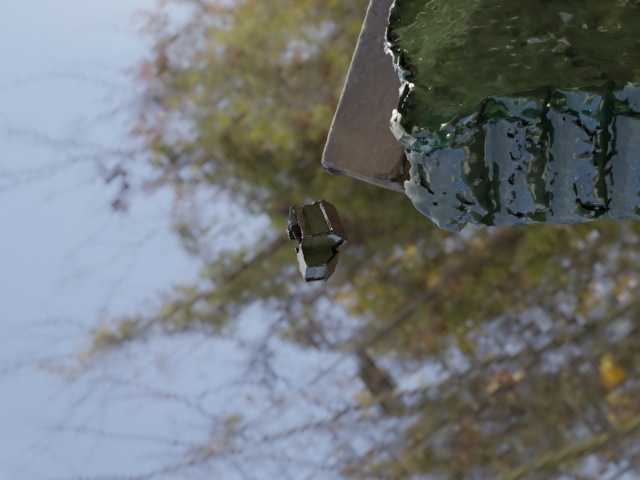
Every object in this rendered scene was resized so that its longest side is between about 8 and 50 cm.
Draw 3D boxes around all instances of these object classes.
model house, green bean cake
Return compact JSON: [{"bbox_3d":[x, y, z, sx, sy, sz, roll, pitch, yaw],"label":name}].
[{"bbox_3d":[0.000,0.000,2.128,0.058,0.057,0.083,-8,-134,-16],"label":"model house"},{"bbox_3d":[0.175,-0.118,1.317,0.241,0.255,0.132,-92,-4,-49],"label":"green bean cake"}]

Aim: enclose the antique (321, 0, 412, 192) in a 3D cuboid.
[{"bbox_3d":[0.096,-0.194,1.644,0.087,0.310,0.093,19,-176,30],"label":"antique"}]
